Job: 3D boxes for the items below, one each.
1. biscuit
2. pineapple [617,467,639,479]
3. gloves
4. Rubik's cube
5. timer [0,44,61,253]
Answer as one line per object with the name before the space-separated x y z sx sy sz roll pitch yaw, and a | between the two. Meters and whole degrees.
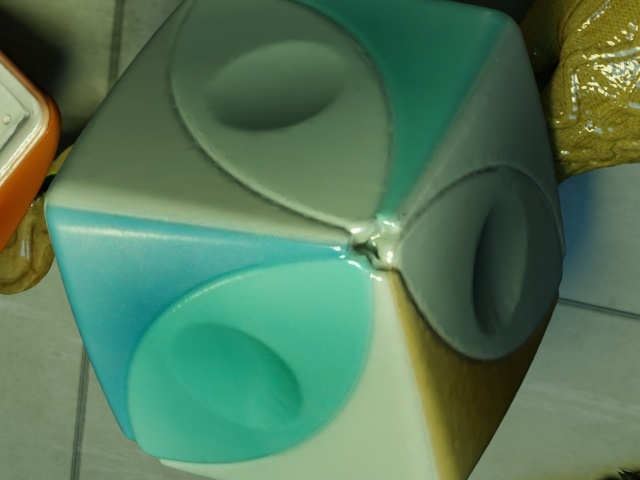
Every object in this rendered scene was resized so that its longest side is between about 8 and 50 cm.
biscuit | -0.330 -0.035 1.902 0.320 0.047 0.183 -10 99 36
pineapple | 0.323 0.323 2.065 0.248 0.128 0.128 -24 118 18
gloves | 0.286 -0.173 1.677 0.203 0.155 0.356 29 129 -6
Rubik's cube | 0.000 0.000 1.637 0.351 0.352 0.347 10 135 28
timer | -0.388 -0.115 1.801 0.257 0.161 0.250 45 117 18
